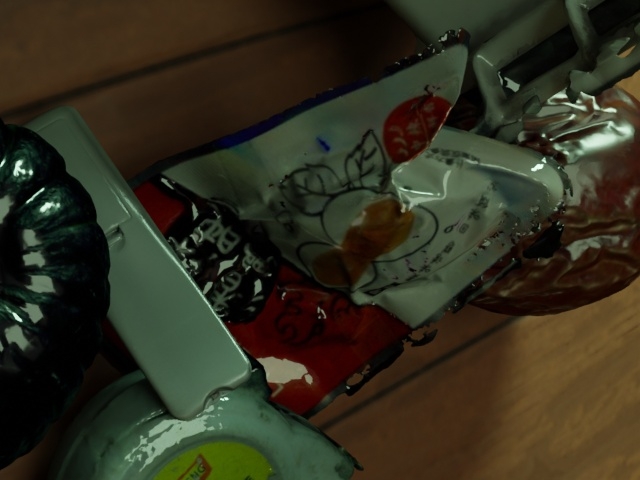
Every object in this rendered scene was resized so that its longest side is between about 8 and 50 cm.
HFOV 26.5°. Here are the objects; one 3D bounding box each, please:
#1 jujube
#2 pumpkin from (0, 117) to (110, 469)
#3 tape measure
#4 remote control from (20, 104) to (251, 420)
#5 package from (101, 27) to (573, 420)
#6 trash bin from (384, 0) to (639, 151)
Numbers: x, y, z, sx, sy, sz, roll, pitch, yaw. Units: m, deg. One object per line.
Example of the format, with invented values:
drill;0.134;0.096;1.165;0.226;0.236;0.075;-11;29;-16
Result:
jujube;0.123;-0.031;0.896;0.236;0.168;0.168;-5;93;-30
pumpkin;-0.190;0.024;0.630;0.194;0.150;0.194;-12;113;-30
tape measure;-0.131;0.202;0.740;0.330;0.084;0.164;-46;118;-11
remote control;-0.104;0.008;0.708;0.050;0.027;0.184;-34;78;-9
package;0.000;0.000;0.765;0.194;0.269;0.071;51;18;-19
trash bin;0.063;-0.270;0.755;0.367;0.256;0.296;37;44;-26
